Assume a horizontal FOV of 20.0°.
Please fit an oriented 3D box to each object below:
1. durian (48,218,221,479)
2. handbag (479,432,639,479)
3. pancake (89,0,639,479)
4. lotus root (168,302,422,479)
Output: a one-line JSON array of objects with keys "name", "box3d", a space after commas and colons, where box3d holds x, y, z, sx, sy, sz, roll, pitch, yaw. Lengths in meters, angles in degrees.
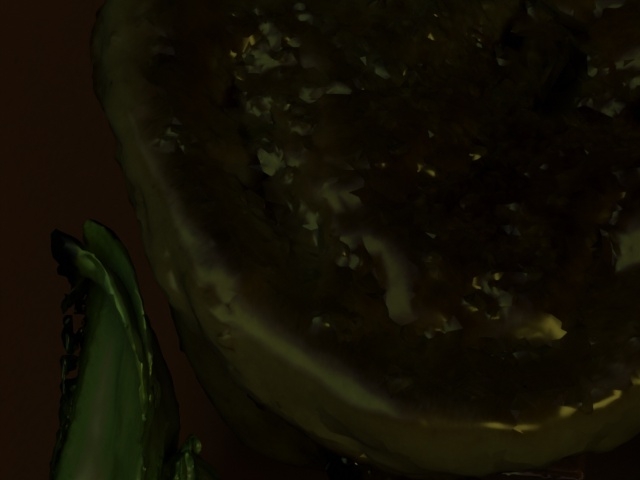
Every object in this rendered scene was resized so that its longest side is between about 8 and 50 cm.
[{"name": "durian", "box3d": [-0.091, 0.176, 0.891, 0.132, 0.106, 0.375, 5, 98, 41]}, {"name": "handbag", "box3d": [0.130, 0.147, 0.784, 0.157, 0.059, 0.212, 0, 70, 34]}, {"name": "pancake", "box3d": [0.066, -0.066, 0.809, 0.356, 0.065, 0.356, 1, 55, -1]}, {"name": "lotus root", "box3d": [0.000, 0.000, 0.884, 0.160, 0.146, 0.284, -42, 49, 29]}]
